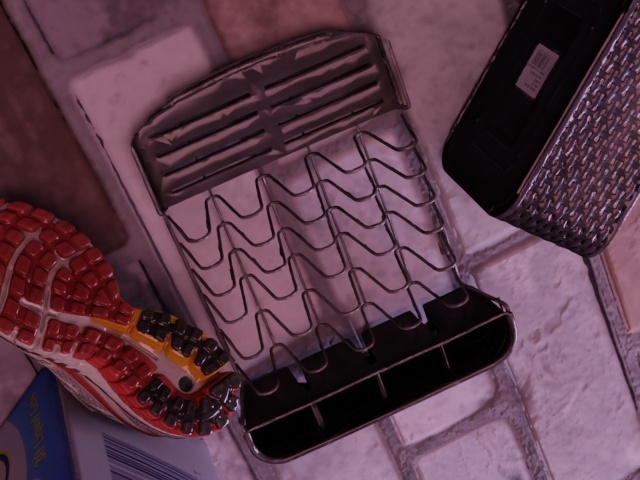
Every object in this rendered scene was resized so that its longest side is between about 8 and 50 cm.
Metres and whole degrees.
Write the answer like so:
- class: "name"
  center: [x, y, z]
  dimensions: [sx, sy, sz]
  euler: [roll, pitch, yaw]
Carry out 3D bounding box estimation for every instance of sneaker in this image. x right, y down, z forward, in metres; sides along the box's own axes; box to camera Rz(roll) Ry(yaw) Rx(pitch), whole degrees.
- class: "sneaker"
  center: [-0.165, 0.062, 0.903]
  dimensions: [0.225, 0.093, 0.088]
  euler: [41, 58, -11]

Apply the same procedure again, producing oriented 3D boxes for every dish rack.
- class: "dish rack"
  center: [0.000, 0.000, 0.937]
  dimensions: [0.208, 0.074, 0.271]
  euler: [-25, 118, -6]

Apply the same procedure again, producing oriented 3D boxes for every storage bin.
- class: "storage bin"
  center: [0.173, -0.095, 0.918]
  dimensions: [0.084, 0.122, 0.180]
  euler: [21, 106, -25]

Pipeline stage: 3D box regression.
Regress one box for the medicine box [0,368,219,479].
- class: "medicine box"
  center: [-0.184, 0.280, 0.898]
  dimensions: [0.149, 0.263, 0.289]
  euler: [32, 101, -26]
